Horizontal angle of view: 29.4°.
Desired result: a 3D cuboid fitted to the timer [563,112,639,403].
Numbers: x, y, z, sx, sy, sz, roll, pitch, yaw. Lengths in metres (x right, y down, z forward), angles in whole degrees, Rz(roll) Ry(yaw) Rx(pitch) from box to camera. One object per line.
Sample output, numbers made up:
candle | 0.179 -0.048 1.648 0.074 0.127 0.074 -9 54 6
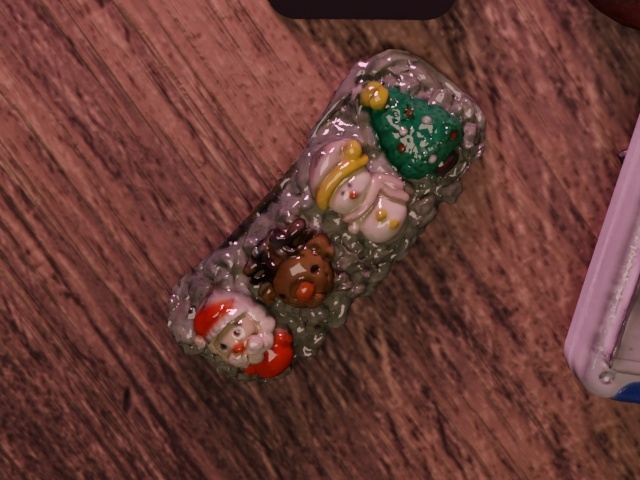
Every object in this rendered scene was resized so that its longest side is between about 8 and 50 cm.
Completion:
timer | 0.308 0.017 0.951 0.178 0.078 0.253 10 108 -10

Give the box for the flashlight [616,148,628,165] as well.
flashlight | 0.262 -0.035 0.985 0.018 0.018 0.083 -23 103 8

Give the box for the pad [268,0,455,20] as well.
pad | 0.104 -0.292 0.904 0.323 0.055 0.249 -1 107 7

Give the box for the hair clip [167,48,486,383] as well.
hair clip | 0.000 0.000 0.990 0.138 0.091 0.321 36 109 -8

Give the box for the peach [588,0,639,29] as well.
peach | 0.233 -0.226 0.870 0.152 0.152 0.152 2 108 6
